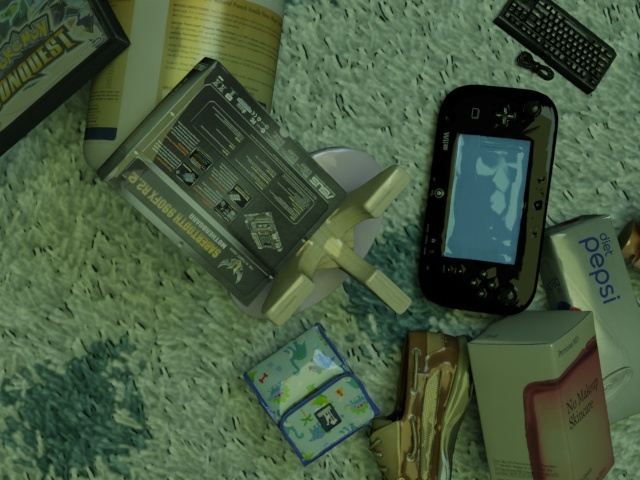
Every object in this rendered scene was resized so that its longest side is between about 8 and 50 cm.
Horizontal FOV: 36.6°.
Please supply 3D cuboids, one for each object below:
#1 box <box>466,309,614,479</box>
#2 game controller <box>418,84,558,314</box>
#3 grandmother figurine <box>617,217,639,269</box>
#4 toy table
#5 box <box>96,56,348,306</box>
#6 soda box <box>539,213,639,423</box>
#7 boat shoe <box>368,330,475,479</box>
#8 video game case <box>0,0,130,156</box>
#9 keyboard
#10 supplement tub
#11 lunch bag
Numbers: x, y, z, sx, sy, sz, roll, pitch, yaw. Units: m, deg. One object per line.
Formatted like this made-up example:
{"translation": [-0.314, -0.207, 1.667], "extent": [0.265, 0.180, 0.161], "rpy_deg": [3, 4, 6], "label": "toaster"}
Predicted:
{"translation": [0.305, 0.225, 1.321], "extent": [0.149, 0.127, 0.232], "rpy_deg": [-24, 106, -51], "label": "box"}
{"translation": [0.235, -0.058, 1.363], "extent": [0.167, 0.067, 0.319], "rpy_deg": [7, 90, 3], "label": "game controller"}
{"translation": [0.590, 0.077, 1.385], "extent": [0.342, 0.208, 0.104], "rpy_deg": [32, 50, 2], "label": "grandmother figurine"}
{"translation": [0.000, 0.000, 1.278], "extent": [0.252, 0.161, 0.274], "rpy_deg": [31, 89, -19], "label": "toy table"}
{"translation": [-0.108, -0.064, 1.108], "extent": [0.183, 0.056, 0.231], "rpy_deg": [-48, 115, -4], "label": "box"}
{"translation": [0.397, 0.110, 1.392], "extent": [0.098, 0.091, 0.286], "rpy_deg": [-18, 94, -8], "label": "soda box"}
{"translation": [0.124, 0.278, 1.348], "extent": [0.120, 0.122, 0.324], "rpy_deg": [17, 81, -4], "label": "boat shoe"}
{"translation": [-0.389, -0.252, 1.184], "extent": [0.275, 0.035, 0.248], "rpy_deg": [-36, 69, 16], "label": "video game case"}
{"translation": [0.337, -0.285, 1.407], "extent": [0.180, 0.023, 0.108], "rpy_deg": [35, 86, -8], "label": "keyboard"}
{"translation": [-0.167, -0.230, 1.222], "extent": [0.228, 0.228, 0.316], "rpy_deg": [8, 90, -9], "label": "supplement tub"}
{"translation": [-0.012, 0.210, 1.313], "extent": [0.129, 0.096, 0.151], "rpy_deg": [-34, 81, -6], "label": "lunch bag"}
